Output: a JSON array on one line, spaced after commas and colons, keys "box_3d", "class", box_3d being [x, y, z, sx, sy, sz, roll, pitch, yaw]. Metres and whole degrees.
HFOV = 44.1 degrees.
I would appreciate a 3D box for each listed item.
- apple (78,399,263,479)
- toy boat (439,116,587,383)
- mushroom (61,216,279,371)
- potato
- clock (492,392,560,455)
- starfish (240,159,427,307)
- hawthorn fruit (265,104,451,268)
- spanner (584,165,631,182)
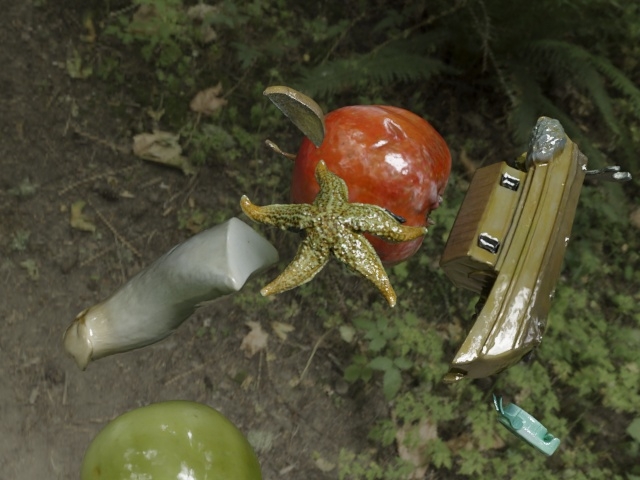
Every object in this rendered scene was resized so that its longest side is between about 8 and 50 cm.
[{"box_3d": [-0.270, 0.477, 1.467, 0.357, 0.357, 0.357, 10, 53, -13], "class": "apple"}, {"box_3d": [0.266, 0.004, 1.130, 0.162, 0.136, 0.445, 20, 59, 7], "class": "toy boat"}, {"box_3d": [-0.260, 0.097, 1.303, 0.126, 0.397, 0.177, 57, 27, -8], "class": "mushroom"}, {"box_3d": [-0.019, -0.153, 0.906, 0.093, 0.036, 0.037, 43, 43, -26], "class": "potato"}, {"box_3d": [0.363, 0.332, 1.430, 0.135, 0.101, 0.041, 39, 84, 2], "class": "clock"}, {"box_3d": [0.000, 0.000, 0.855, 0.208, 0.053, 0.176, 33, 74, 25], "class": "starfish"}, {"box_3d": [0.041, -0.087, 1.119, 0.272, 0.242, 0.242, 22, 51, 7], "class": "hawthorn fruit"}, {"box_3d": [0.383, -0.106, 1.319, 0.054, 0.254, 0.015, 32, 64, -52], "class": "spanner"}]
